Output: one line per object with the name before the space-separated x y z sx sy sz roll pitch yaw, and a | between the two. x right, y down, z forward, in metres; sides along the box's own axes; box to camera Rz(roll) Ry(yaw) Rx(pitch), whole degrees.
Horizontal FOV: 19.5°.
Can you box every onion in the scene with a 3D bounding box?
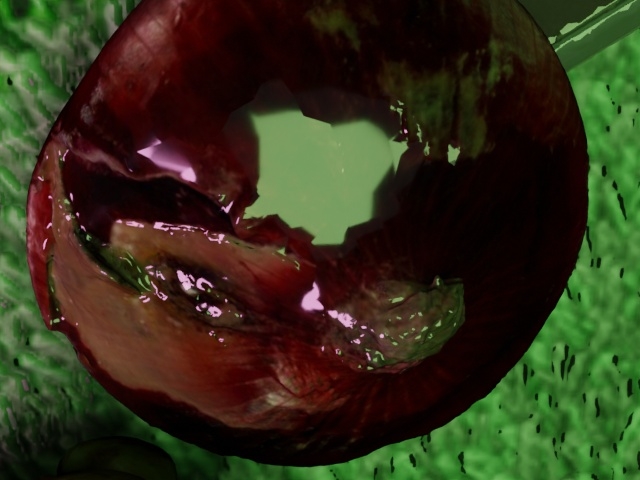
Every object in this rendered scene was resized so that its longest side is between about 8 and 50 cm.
onion | 0.000 0.000 0.837 0.272 0.195 0.272 -4 117 -8

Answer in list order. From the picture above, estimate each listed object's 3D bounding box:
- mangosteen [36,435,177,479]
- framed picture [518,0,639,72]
mangosteen | -0.151 0.229 0.849 0.311 0.311 0.311 -5 113 -13
framed picture | 0.093 -0.225 0.875 0.232 0.019 0.296 -31 115 -1
